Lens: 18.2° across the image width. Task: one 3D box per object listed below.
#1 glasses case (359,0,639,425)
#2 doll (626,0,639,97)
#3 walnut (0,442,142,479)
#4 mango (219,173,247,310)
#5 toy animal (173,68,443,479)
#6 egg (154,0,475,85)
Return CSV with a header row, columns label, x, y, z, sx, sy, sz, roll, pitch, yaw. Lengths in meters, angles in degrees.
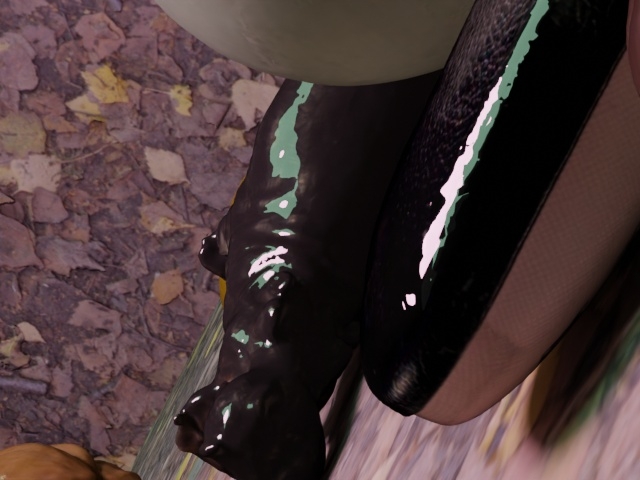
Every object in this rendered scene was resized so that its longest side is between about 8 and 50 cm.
label,x,y,z,sx,sy,sz,roll,pitch,yaw
glasses case,0.097,-0.086,0.604,0.314,0.075,0.122,-63,6,5
doll,0.111,-0.080,0.329,0.145,0.096,0.188,-49,3,44
walnut,-0.206,0.252,1.456,0.213,0.213,0.213,-63,4,8
mango,-0.019,0.009,1.336,0.194,0.092,0.130,100,-170,-76
toy animal,-0.008,0.011,1.143,0.168,0.106,0.343,-44,25,56
egg,0.039,-0.244,0.897,0.276,0.276,0.389,124,170,-62
